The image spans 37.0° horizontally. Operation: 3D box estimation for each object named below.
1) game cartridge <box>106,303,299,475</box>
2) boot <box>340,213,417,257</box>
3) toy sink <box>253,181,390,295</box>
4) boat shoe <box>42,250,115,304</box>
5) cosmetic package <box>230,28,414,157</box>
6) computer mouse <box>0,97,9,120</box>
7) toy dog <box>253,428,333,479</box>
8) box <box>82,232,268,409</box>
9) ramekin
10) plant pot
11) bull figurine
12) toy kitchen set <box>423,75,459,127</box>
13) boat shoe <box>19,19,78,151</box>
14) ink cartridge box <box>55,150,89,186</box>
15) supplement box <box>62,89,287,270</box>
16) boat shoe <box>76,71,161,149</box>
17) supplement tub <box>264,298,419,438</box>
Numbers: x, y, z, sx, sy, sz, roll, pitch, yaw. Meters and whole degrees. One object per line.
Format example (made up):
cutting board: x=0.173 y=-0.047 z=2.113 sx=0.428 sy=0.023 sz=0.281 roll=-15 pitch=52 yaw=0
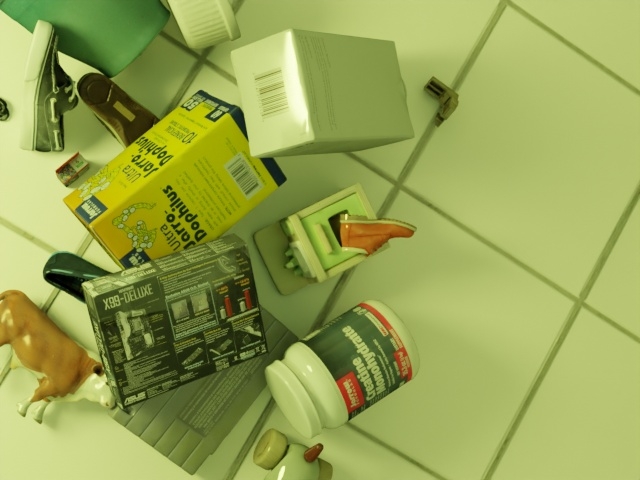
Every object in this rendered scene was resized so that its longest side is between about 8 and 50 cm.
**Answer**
game cartridge: x=-0.229 y=0.270 z=1.922 sx=0.230 sy=0.068 sz=0.355 roll=44 pitch=78 yaw=-28
boot: x=0.115 y=-0.006 z=1.918 sx=0.158 sy=0.059 sz=0.084 roll=3 pitch=87 yaw=-8
toy sink: x=0.000 y=0.000 z=1.977 sx=0.234 sy=0.131 sz=0.152 roll=-25 pitch=92 yaw=-13
boat shoe: x=-0.430 y=0.115 z=1.886 sx=0.258 sy=0.089 sz=0.109 roll=20 pitch=115 yaw=-3
cosmetic package: x=0.016 y=-0.284 z=1.880 sx=0.385 sy=0.156 sz=0.217 roll=-8 pitch=86 yaw=-57
computer mouse: x=-0.750 y=-0.209 z=1.855 sx=0.184 sy=0.060 sz=0.262 roll=34 pitch=80 yaw=-10
toy dog: x=-0.061 y=0.520 z=1.871 sx=0.220 sy=0.161 sz=0.333 roll=13 pitch=55 yaw=-24
box: x=-0.266 y=0.149 z=1.790 sx=0.308 sy=0.076 sz=0.242 roll=-20 pitch=116 yaw=-21
ramekin: x=-0.250 y=-0.483 z=1.914 sx=0.109 sy=0.207 sz=0.207 roll=-24 pitch=92 yaw=-4
plant pot: x=-0.443 y=-0.462 z=1.849 sx=0.255 sy=0.272 sz=0.271 roll=44 pitch=79 yaw=-23
bull figurine: x=-0.536 y=0.240 z=1.855 sx=0.310 sy=0.101 sz=0.188 roll=44 pitch=83 yaw=1
toy kitchen set: x=0.251 y=-0.298 z=2.085 sx=0.075 sy=0.083 sz=0.068 roll=35 pitch=122 yaw=-9
boat shoe: x=-0.510 y=-0.283 z=1.815 sx=0.102 sy=0.301 sz=0.108 roll=9 pitch=44 yaw=-14
ink cartridge box: x=-0.488 y=-0.139 z=1.882 sx=0.063 sy=0.115 sz=0.029 roll=-42 pitch=96 yaw=-11
supplement box: x=-0.282 y=-0.099 z=1.855 sx=0.356 sy=0.194 sz=0.195 roll=-41 pitch=123 yaw=-12
boat shoe: x=-0.387 y=-0.240 z=1.924 sx=0.095 sy=0.095 sz=0.257 roll=-44 pitch=120 yaw=-11
supplement tub: x=0.045 y=0.258 z=1.929 sx=0.272 sy=0.191 sz=0.191 roll=-30 pitch=94 yaw=-20
